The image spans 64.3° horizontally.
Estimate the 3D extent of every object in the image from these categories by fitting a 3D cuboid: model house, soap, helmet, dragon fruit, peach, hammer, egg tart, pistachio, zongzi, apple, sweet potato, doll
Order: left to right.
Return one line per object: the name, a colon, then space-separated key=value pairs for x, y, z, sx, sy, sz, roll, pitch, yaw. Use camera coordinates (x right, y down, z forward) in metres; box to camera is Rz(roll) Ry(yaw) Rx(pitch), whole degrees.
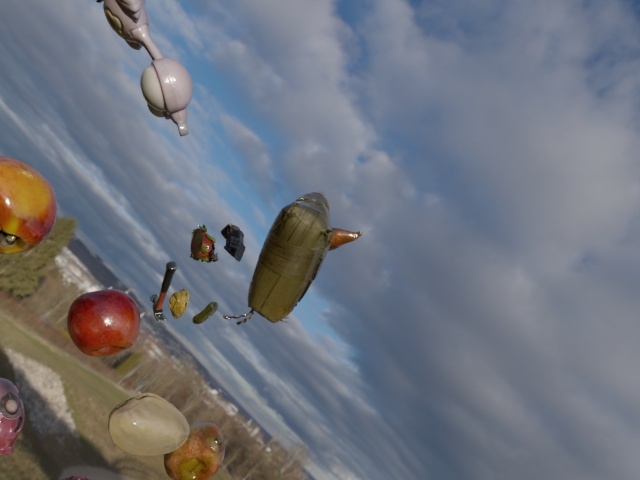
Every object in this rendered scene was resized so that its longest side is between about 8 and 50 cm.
helmet: x=-1.044 y=0.545 z=1.637 sx=0.253 sy=0.154 sz=0.198 roll=37 pitch=-2 yaw=28
peach: x=-0.838 y=-0.102 z=1.361 sx=0.281 sy=0.238 sz=0.280 roll=173 pitch=-90 yaw=-68
apple: x=-0.695 y=0.261 z=1.640 sx=0.218 sy=0.219 sz=0.201 roll=100 pitch=-25 yaw=-68
doll: x=-0.339 y=-0.370 z=0.995 sx=0.364 sy=0.094 sz=0.160 roll=65 pitch=-22 yaw=4
pistachio: x=-0.446 y=0.479 z=1.326 sx=0.223 sy=0.152 sz=0.126 roll=28 pitch=-14 yaw=-40
hammer: x=-0.482 y=0.151 z=1.568 sx=0.287 sy=0.033 sz=0.111 roll=-58 pitch=-134 yaw=45
egg tart: x=-0.580 y=0.254 z=2.065 sx=0.049 sy=0.128 sz=0.129 roll=24 pitch=-2 yaw=-39
peach: x=-0.448 y=0.760 z=1.838 sx=0.214 sy=0.236 sz=0.214 roll=43 pitch=22 yaw=-22
dragon fruit: x=-0.497 y=0.024 z=2.152 sx=0.175 sy=0.142 sz=0.138 roll=46 pitch=26 yaw=-48
soap: x=-0.527 y=0.335 z=2.339 sx=0.045 sy=0.140 sz=0.089 roll=45 pitch=-11 yaw=16
model house: x=-0.422 y=0.018 z=2.435 sx=0.165 sy=0.106 sz=0.152 roll=57 pitch=21 yaw=-62
zongzi: x=-0.102 y=0.075 z=1.847 sx=0.218 sy=0.499 sz=0.467 roll=28 pitch=16 yaw=4
sweet potato: x=0.004 y=-0.002 z=2.193 sx=0.360 sy=0.112 sz=0.112 roll=-11 pitch=-44 yaw=15

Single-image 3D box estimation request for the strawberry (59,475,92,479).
strawberry: x=-0.963 y=1.106 z=1.921 sx=0.295 sy=0.318 sz=0.345 roll=52 pitch=-3 yaw=-26
